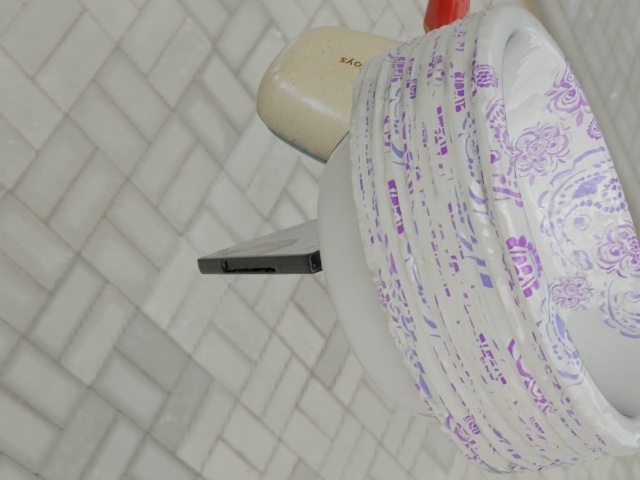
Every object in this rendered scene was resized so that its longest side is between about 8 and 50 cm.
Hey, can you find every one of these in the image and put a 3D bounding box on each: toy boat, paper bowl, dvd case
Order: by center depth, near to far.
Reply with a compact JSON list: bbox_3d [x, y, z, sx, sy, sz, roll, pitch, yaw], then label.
[{"bbox_3d":[0.104,0.006,0.620,0.284,0.148,0.284,39,42,-47],"label":"paper bowl"},{"bbox_3d":[0.000,0.000,1.005,0.180,0.253,0.022,-19,98,-30],"label":"dvd case"},{"bbox_3d":[0.093,-0.176,1.122,0.318,0.267,0.148,-52,159,-35],"label":"toy boat"}]
